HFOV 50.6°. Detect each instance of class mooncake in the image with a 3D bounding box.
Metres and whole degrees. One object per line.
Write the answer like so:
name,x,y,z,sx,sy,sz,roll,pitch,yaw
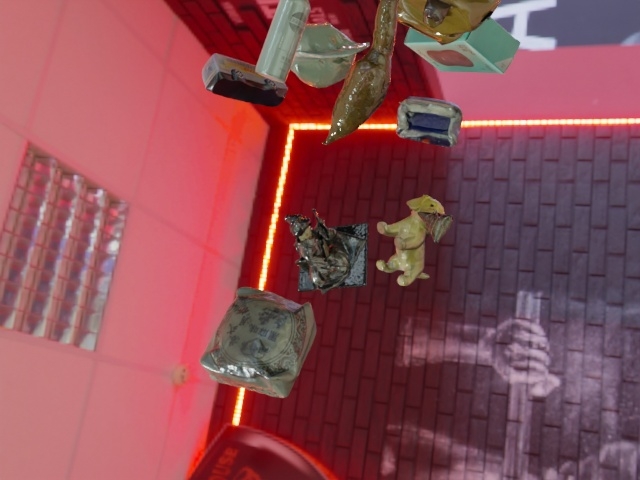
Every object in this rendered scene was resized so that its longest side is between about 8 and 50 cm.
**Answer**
mooncake,-0.143,0.237,1.646,0.136,0.254,0.250,71,-143,-49

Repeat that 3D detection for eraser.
eraser,0.274,-0.308,1.717,0.332,0.154,0.102,-56,-23,-75

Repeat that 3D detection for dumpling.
dumpling,0.022,-0.629,2.327,0.212,0.269,0.321,101,-170,-50

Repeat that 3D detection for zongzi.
zongzi,0.240,-0.042,1.444,0.083,0.073,0.067,-56,-11,-74

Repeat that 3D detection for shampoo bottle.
shampoo bottle,-0.052,-0.362,1.120,0.056,0.056,0.195,1,-70,-69

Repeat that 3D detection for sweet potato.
sweet potato,0.082,-0.269,1.094,0.270,0.074,0.074,-67,-16,16

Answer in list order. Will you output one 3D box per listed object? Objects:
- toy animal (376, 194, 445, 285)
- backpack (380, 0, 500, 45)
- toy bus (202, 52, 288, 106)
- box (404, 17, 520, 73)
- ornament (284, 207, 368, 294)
toy animal,0.238,0.002,1.749,0.168,0.121,0.233,-7,-64,-36
backpack,0.286,-0.684,1.684,0.201,0.377,0.354,119,176,-85
toy bus,-0.142,-0.300,1.276,0.172,0.057,0.072,4,-127,-45
box,0.442,-0.628,2.150,0.205,0.311,0.118,23,-90,-35
ornament,0.000,0.000,1.374,0.196,0.153,0.166,56,-149,-56
